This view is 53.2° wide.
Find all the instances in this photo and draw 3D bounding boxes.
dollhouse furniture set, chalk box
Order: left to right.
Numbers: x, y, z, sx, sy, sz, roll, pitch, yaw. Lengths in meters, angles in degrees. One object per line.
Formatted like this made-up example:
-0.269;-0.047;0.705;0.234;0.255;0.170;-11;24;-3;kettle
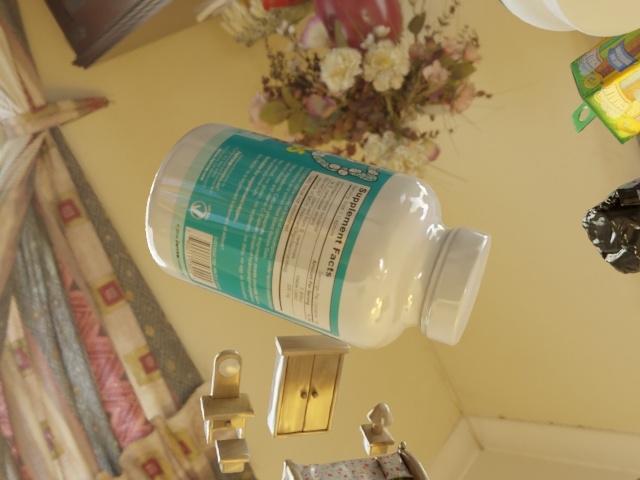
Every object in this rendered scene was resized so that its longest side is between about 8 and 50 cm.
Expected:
0.003;0.299;0.913;0.304;0.173;0.355;1;-157;-18;dollhouse furniture set
0.528;-0.273;1.110;0.213;0.132;0.132;-36;-151;32;chalk box

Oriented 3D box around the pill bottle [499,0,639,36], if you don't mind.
0.243;-0.325;0.663;0.176;0.176;0.318;-25;-146;10;pill bottle

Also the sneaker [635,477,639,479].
0.486;0.290;0.674;0.314;0.116;0.136;-38;-165;23;sneaker

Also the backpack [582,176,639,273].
0.554;-0.044;1.114;0.182;0.151;0.115;-36;-174;-20;backpack

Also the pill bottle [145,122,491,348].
0.000;0.000;0.535;0.264;0.146;0.146;19;-144;18;pill bottle
